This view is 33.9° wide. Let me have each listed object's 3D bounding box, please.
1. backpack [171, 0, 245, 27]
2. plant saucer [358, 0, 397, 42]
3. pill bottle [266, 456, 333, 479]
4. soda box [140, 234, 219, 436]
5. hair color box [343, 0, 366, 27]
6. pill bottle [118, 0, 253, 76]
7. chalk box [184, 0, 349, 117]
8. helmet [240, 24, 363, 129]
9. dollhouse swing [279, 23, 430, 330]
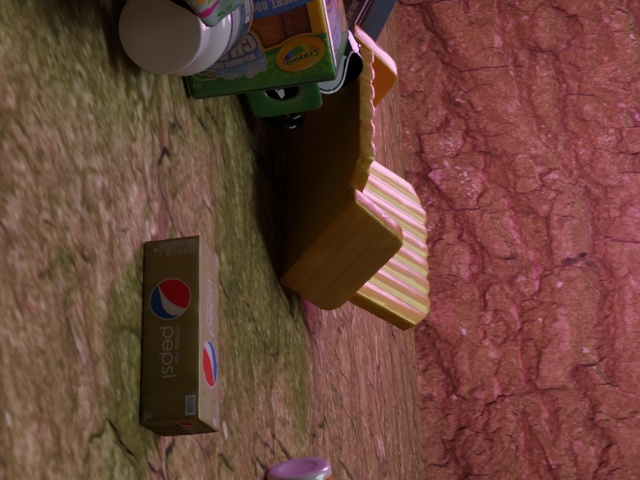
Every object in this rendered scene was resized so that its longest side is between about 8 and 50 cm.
[{"bbox_3d":[-0.120,-0.306,0.854,0.225,0.191,0.253,59,5,25],"label":"backpack"},{"bbox_3d":[0.106,-0.418,1.931,0.317,0.044,0.317,-62,-178,4],"label":"plant saucer"},{"bbox_3d":[-0.018,0.364,1.349,0.086,0.086,0.152,-38,120,-78],"label":"pill bottle"},{"bbox_3d":[-0.132,0.090,0.998,0.061,0.058,0.181,59,27,-65],"label":"soda box"},{"bbox_3d":[0.025,-0.410,1.811,0.185,0.110,0.339,-61,-175,21],"label":"hair color box"},{"bbox_3d":[-0.136,-0.221,1.045,0.180,0.108,0.108,-66,148,-69],"label":"pill bottle"},{"bbox_3d":[-0.071,-0.277,1.231,0.179,0.180,0.289,-76,156,-62],"label":"chalk box"},{"bbox_3d":[-0.029,-0.253,1.458,0.169,0.169,0.161,72,36,-46],"label":"helmet"},{"bbox_3d":[0.112,-0.076,1.640,0.315,0.305,0.346,-47,-149,46],"label":"dollhouse swing"}]
